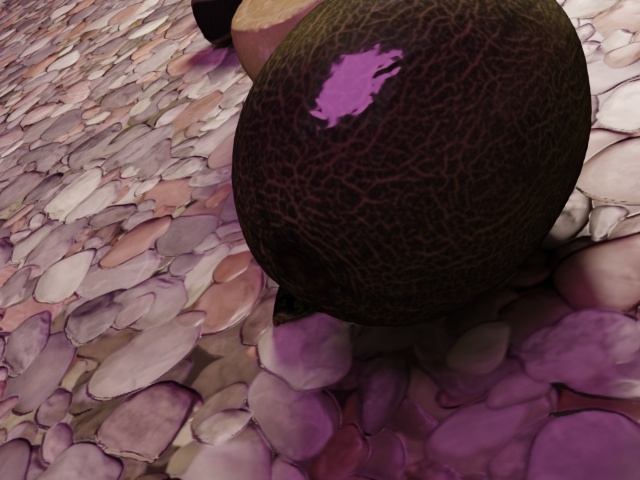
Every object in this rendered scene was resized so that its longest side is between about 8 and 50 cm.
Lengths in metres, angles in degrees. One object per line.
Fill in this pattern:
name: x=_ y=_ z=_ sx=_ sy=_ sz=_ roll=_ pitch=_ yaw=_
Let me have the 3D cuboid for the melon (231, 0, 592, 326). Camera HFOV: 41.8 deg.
melon: x=0.072 y=-0.080 z=0.618 sx=0.237 sy=0.237 sz=0.302 roll=6 pitch=46 yaw=44

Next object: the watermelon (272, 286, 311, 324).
watermelon: x=0.013 y=0.000 z=0.741 sx=0.069 sy=0.087 sz=0.163 roll=19 pitch=48 yaw=4

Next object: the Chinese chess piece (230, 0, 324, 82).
Chinese chess piece: x=0.056 y=-0.286 z=0.981 sx=0.338 sy=0.140 sz=0.338 roll=-29 pitch=29 yaw=18

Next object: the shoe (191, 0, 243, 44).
shoe: x=-0.106 y=-0.372 z=1.318 sx=0.227 sy=0.099 sz=0.112 roll=7 pitch=39 yaw=45
